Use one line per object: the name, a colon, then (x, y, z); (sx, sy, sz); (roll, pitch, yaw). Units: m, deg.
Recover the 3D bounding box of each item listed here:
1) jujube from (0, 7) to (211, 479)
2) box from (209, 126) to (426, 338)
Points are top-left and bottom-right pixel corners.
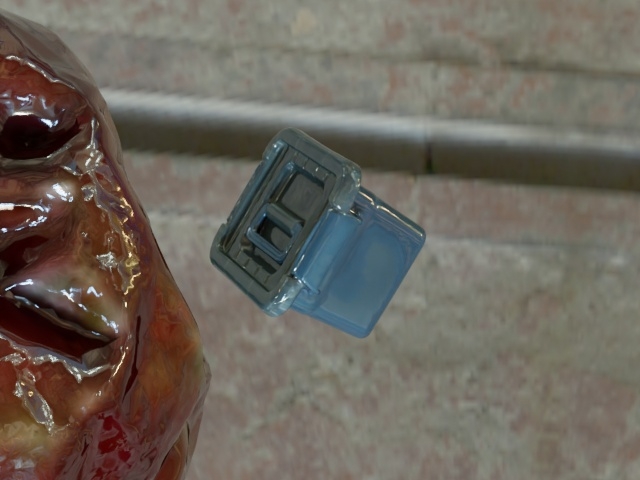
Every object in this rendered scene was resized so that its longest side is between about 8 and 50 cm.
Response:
jujube: (-0.234, 0.057, 0.659); (0.376, 0.276, 0.276); (-21, 60, -6)
box: (0.000, 0.000, 0.859); (0.074, 0.054, 0.099); (-58, 25, 2)
